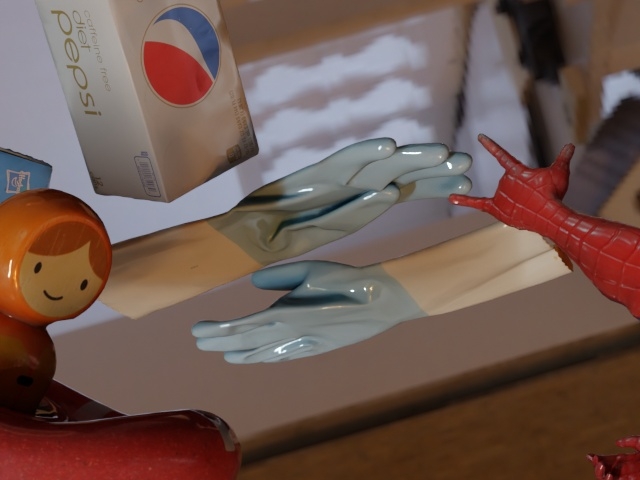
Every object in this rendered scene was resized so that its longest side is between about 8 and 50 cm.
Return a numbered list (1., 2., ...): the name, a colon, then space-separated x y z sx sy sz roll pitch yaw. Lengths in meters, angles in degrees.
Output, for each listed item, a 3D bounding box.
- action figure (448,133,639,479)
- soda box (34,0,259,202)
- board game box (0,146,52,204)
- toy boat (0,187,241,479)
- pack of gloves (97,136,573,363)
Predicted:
1. action figure: 0.070 0.085 0.425 0.091 0.280 0.139 29 180 -38
2. soda box: -0.103 -0.132 0.849 0.069 0.074 0.216 9 121 46
3. board game box: -0.285 0.106 1.166 0.302 0.086 0.308 139 147 -74
4. toy boat: -0.137 0.050 0.700 0.151 0.231 0.151 -66 -18 2
5. pack of gloves: 0.000 0.000 0.906 0.195 0.232 0.046 41 -144 -52
